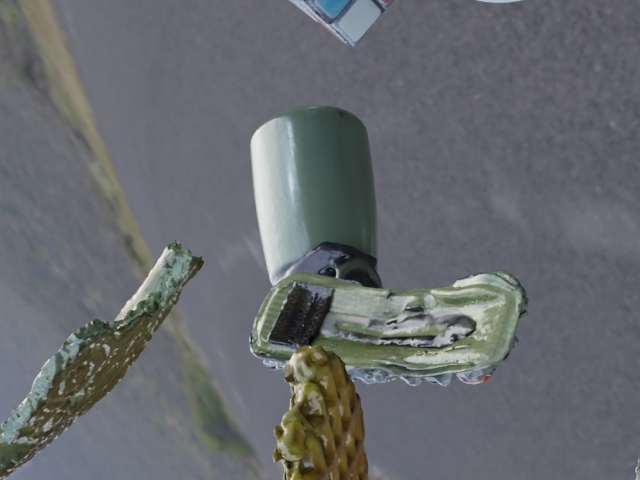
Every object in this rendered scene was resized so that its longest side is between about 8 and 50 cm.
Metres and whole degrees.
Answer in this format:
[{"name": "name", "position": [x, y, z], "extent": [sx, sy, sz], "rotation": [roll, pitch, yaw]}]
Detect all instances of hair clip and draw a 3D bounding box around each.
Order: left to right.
[{"name": "hair clip", "position": [0.079, 0.104, 1.441], "extent": [0.321, 0.138, 0.091], "rotation": [0, 147, 36]}]

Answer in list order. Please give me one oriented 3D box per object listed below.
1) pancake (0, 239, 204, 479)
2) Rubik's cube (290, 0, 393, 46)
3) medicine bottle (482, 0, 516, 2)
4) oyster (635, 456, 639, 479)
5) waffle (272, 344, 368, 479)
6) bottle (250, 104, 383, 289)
[{"name": "pancake", "position": [-0.265, 0.134, 1.421], "extent": [0.054, 0.376, 0.197], "rotation": [39, 150, 10]}, {"name": "Rubik's cube", "position": [-0.011, -0.439, 1.614], "extent": [0.259, 0.256, 0.253], "rotation": [44, -175, 34]}, {"name": "medicine bottle", "position": [0.239, -0.439, 1.855], "extent": [0.083, 0.121, 0.229], "rotation": [98, 170, -55]}, {"name": "oyster", "position": [0.484, 0.265, 1.485], "extent": [0.238, 0.351, 0.115], "rotation": [64, 172, 6]}, {"name": "waffle", "position": [0.006, 0.230, 1.248], "extent": [0.245, 0.052, 0.254], "rotation": [64, -155, -54]}, {"name": "bottle", "position": [0.001, 0.000, 1.761], "extent": [0.168, 0.168, 0.347], "rotation": [73, -172, -63]}]
